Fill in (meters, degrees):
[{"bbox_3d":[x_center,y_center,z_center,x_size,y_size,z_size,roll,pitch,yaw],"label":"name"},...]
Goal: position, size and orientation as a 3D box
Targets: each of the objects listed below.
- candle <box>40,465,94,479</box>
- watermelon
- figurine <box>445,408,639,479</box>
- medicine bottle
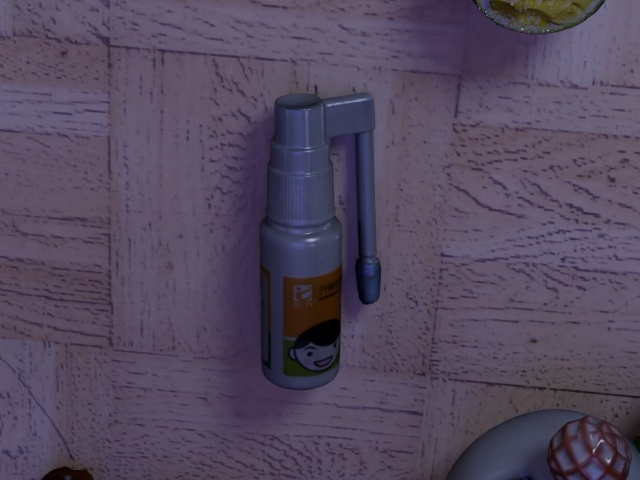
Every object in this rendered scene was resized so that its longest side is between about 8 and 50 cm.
[{"bbox_3d":[-0.263,0.310,1.185,0.059,0.084,0.302,14,124,-31],"label":"candle"},{"bbox_3d":[0.142,-0.190,0.907,0.105,0.062,0.105,-1,111,-2],"label":"watermelon"},{"bbox_3d":[0.237,0.179,1.028,0.370,0.167,0.281,-28,138,8],"label":"figurine"},{"bbox_3d":[0.000,0.000,1.018,0.092,0.061,0.221,-9,117,-18],"label":"medicine bottle"}]
